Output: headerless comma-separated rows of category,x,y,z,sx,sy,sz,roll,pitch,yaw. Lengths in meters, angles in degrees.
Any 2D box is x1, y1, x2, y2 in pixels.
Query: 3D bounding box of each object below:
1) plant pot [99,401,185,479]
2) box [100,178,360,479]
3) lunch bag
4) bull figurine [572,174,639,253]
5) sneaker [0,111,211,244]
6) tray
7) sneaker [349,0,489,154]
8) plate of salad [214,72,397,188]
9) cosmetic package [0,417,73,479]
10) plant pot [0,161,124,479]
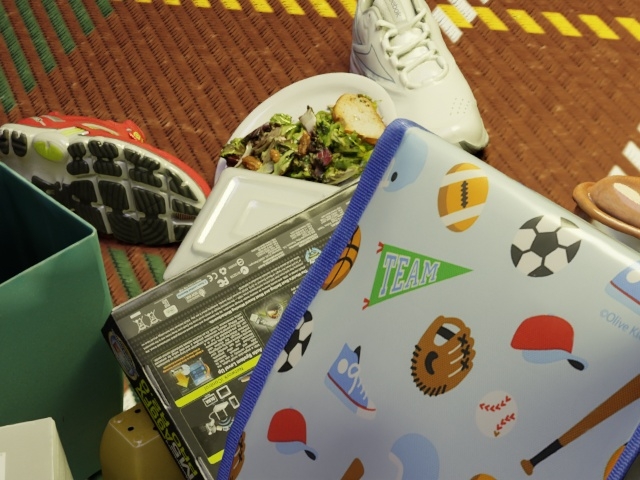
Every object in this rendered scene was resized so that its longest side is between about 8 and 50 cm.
plant pot,-0.128,0.173,1.533,0.081,0.083,0.081,-29,38,-22
box,-0.003,0.093,1.509,0.270,0.216,0.060,-29,-7,-20
lunch bag,0.111,0.170,1.291,0.328,0.239,0.385,34,96,46
bull figurine,0.322,0.035,1.483,0.310,0.101,0.188,12,34,-33
sneaker,-0.205,-0.080,1.908,0.279,0.107,0.118,19,35,34
tray,0.000,0.000,1.739,0.270,0.030,0.145,11,53,24
sneaker,0.082,-0.172,1.914,0.111,0.129,0.297,-17,36,-8
plate of salad,-0.020,-0.088,1.857,0.200,0.048,0.200,-17,49,21
cosmetic package,-0.211,0.249,1.320,0.127,0.238,0.107,-11,37,-1
plant pot,-0.260,0.094,1.555,0.165,0.234,0.166,-31,39,-24
